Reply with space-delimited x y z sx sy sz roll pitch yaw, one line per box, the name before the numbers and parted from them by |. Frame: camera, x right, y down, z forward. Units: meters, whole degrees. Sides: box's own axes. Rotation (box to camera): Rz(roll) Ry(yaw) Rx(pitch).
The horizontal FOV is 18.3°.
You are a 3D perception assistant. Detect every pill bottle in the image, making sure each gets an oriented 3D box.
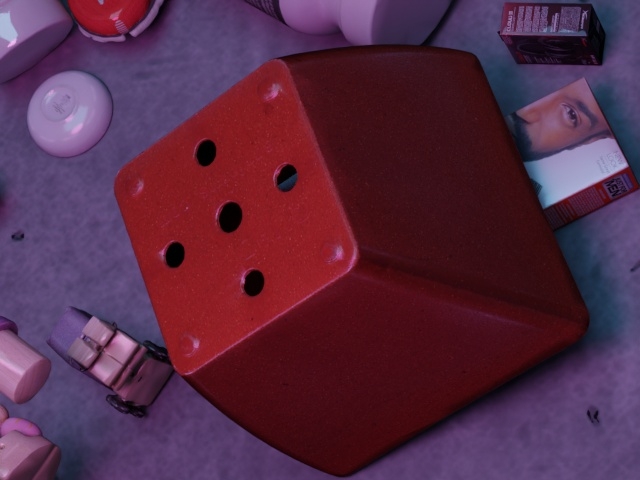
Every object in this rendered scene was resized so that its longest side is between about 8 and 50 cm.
pill bottle | -0.331 -0.260 1.801 0.131 0.131 0.229 -37 86 5
pill bottle | -0.023 -0.273 1.705 0.278 0.162 0.162 33 85 25

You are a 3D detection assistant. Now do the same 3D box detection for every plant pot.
plant pot | 0.000 0.000 1.522 0.267 0.236 0.267 -33 62 26

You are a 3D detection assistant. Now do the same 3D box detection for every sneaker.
sneaker | -0.207 -0.314 1.807 0.107 0.118 0.279 -11 68 17

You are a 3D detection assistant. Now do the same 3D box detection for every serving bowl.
serving bowl | -0.232 -0.119 1.800 0.083 0.027 0.083 -6 69 17

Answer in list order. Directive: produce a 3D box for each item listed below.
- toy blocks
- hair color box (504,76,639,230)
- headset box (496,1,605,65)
toy blocks | -0.337 0.136 1.605 0.260 0.288 0.309 34 89 21
hair color box | 0.164 -0.051 1.621 0.167 0.053 0.093 -27 64 8
headset box | 0.189 -0.172 1.647 0.083 0.062 0.032 2 72 20
